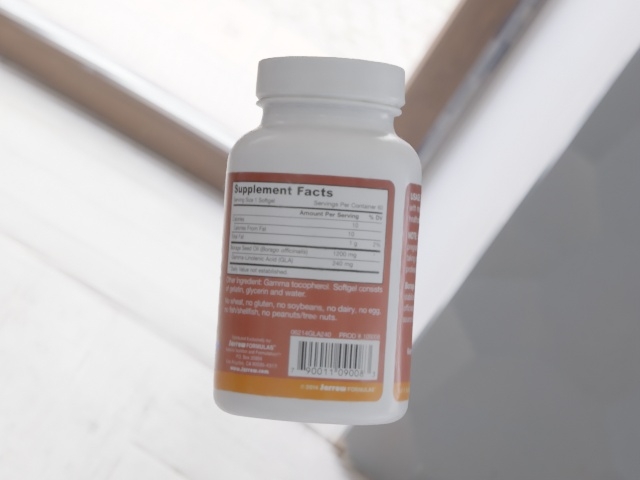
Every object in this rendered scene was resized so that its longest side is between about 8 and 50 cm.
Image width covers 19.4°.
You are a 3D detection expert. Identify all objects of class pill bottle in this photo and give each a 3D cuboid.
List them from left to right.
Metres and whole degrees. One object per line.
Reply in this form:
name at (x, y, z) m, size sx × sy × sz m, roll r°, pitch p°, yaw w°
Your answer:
pill bottle at (0.000, 0.000, 1.139) m, size 0.121 × 0.216 × 0.121 m, roll 4°, pitch -2°, yaw 0°
